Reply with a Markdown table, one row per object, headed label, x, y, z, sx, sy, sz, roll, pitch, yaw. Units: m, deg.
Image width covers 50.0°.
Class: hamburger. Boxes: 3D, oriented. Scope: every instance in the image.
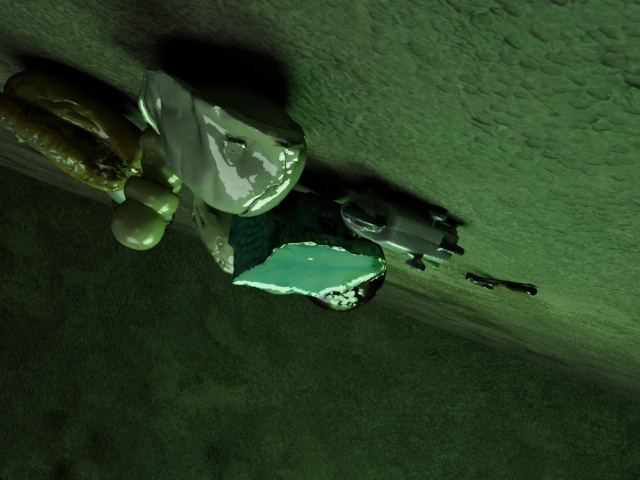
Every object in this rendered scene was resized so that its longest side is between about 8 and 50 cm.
| label | x | y | z | sx | sy | sz | roll | pitch | yaw |
| --- | --- | --- | --- | --- | --- | --- | --- | --- | --- |
| hamburger | -0.495 | -0.220 | 1.351 | 0.318 | 0.158 | 0.318 | 29 | 175 | 3 |

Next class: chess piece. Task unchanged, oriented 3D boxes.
| label | x | y | z | sx | sy | sz | roll | pitch | yaw |
| --- | --- | --- | --- | --- | --- | --- | --- | --- | --- |
| chess piece | -0.317 | -0.108 | 1.316 | 0.142 | 0.261 | 0.143 | 23 | 171 | 4 |

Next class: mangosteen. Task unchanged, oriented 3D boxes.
| label | x | y | z | sx | sy | sz | roll | pitch | yaw |
| --- | --- | --- | --- | --- | --- | --- | --- | --- | --- |
| mangosteen | 0.048 | 0.051 | 1.718 | 0.228 | 0.228 | 0.265 | 25 | -148 | -29 |

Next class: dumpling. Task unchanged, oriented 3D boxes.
| label | x | y | z | sx | sy | sz | roll | pitch | yaw |
| --- | --- | --- | --- | --- | --- | --- | --- | --- | --- |
| dumpling | -0.150 | -0.146 | 0.978 | 0.260 | 0.181 | 0.341 | 31 | -168 | -8 |
| dumpling | -0.152 | -0.029 | 1.563 | 0.318 | 0.187 | 0.243 | 42 | -148 | -4 |

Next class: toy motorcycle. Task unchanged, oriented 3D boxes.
| label | x | y | z | sx | sy | sz | roll | pitch | yaw |
| --- | --- | --- | --- | --- | --- | --- | --- | --- | --- |
| toy motorcycle | 0.141 | -0.029 | 1.282 | 0.260 | 0.110 | 0.171 | 17 | -169 | -26 |

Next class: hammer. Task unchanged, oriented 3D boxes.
| label | x | y | z | sx | sy | sz | roll | pitch | yaw |
| --- | --- | --- | --- | --- | --- | --- | --- | --- | --- |
| hammer | 0.445 | 0.111 | 1.665 | 0.078 | 0.021 | 0.201 | 26 | 172 | -30 |

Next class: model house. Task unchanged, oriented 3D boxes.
| label | x | y | z | sx | sy | sz | roll | pitch | yaw |
| --- | --- | --- | --- | --- | --- | --- | --- | --- | --- |
| model house | -0.024 | -0.033 | 1.389 | 0.261 | 0.241 | 0.226 | 14 | 146 | -34 |

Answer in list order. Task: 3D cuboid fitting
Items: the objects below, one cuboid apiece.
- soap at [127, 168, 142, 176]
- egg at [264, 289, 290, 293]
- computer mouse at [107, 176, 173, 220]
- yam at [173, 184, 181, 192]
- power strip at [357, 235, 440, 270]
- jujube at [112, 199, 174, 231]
| label | x | y | z | sx | sy | sz | roll | pitch | yaw |
| --- | --- | --- | --- | --- | --- | --- | --- | --- | --- |
| soap | -0.501 | -0.213 | 1.657 | 0.273 | 0.098 | 0.218 | 16 | 171 | 32 |
| egg | -0.130 | 0.068 | 2.150 | 0.337 | 0.201 | 0.337 | 22 | 179 | 0 |
| computer mouse | -0.549 | -0.144 | 1.956 | 0.288 | 0.097 | 0.159 | 50 | 156 | -21 |
| yam | -0.486 | -0.174 | 2.007 | 0.066 | 0.066 | 0.299 | 26 | 171 | -33 |
| power strip | 0.197 | 0.016 | 1.530 | 0.215 | 0.061 | 0.145 | 26 | 171 | -37 |
| jujube | -0.604 | -0.114 | 2.361 | 0.183 | 0.183 | 0.243 | 18 | 164 | 21 |
